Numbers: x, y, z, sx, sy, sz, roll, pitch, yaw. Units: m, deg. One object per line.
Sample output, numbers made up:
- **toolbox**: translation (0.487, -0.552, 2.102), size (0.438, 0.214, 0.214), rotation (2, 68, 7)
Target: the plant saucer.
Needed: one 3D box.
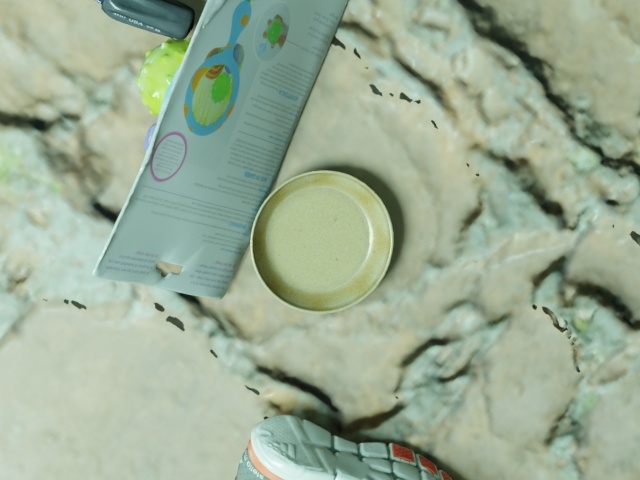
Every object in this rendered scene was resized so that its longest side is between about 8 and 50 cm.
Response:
- **plant saucer**: translation (0.000, 0.000, 0.972), size (0.083, 0.015, 0.083), rotation (-2, 100, -10)

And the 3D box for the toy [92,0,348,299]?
- **toy**: translation (-0.055, -0.091, 0.912), size (0.056, 0.137, 0.237), rotation (29, 96, 27)

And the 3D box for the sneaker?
- **sneaker**: translation (0.020, 0.155, 0.991), size (0.158, 0.061, 0.065), rotation (25, 121, -12)

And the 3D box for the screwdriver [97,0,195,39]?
- **screwdriver**: translation (-0.149, -0.148, 0.924), size (0.170, 0.025, 0.024), rotation (21, 96, -4)
